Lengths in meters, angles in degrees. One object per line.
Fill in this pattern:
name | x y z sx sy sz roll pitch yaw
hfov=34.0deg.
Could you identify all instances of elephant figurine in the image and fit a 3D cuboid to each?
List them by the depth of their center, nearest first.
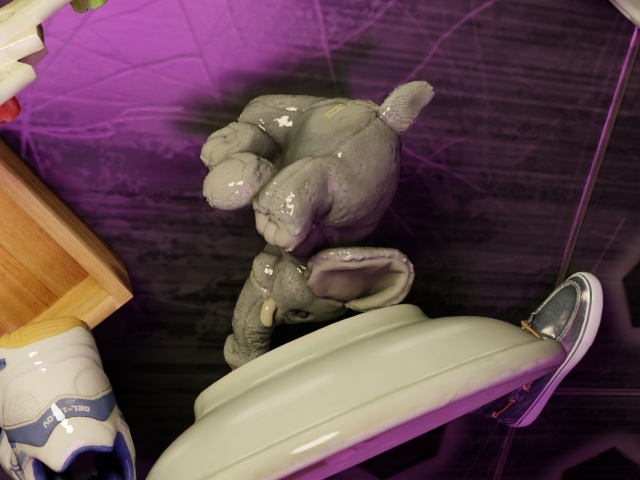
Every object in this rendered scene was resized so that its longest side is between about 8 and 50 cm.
elephant figurine | 0.000 0.000 0.895 0.169 0.186 0.239 -56 143 -37

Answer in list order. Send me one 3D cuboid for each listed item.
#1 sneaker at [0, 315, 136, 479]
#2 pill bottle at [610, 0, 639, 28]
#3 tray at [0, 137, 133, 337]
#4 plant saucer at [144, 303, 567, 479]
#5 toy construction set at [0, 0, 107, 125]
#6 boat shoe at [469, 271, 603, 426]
sneaker | -0.206 0.191 0.866 0.112 0.131 0.296 -21 148 -14
pill bottle | 0.335 -0.280 0.861 0.221 0.124 0.124 -44 120 6
tray | -0.354 -0.044 0.786 0.203 0.076 0.411 -38 121 3
plant saucer | 0.008 0.142 0.892 0.401 0.400 0.100 -22 76 -7
toy construction set | -0.216 -0.229 0.651 0.151 0.215 0.327 2 132 8
boat shoe | 0.207 0.108 1.043 0.083 0.065 0.183 15 112 -28
